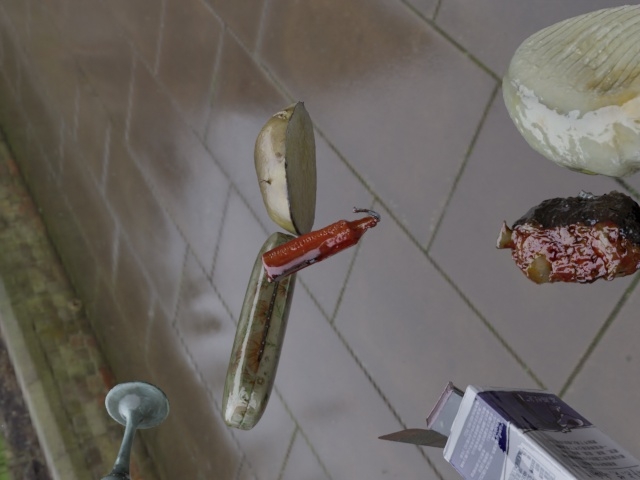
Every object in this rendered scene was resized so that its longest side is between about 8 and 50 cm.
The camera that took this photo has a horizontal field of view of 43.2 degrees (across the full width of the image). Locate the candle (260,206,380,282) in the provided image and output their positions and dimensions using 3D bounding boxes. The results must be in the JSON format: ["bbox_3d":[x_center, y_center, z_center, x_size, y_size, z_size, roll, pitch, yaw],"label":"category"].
[{"bbox_3d":[0.000,0.000,1.009,0.053,0.162,0.048,-126,12,-72],"label":"candle"}]

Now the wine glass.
[{"bbox_3d":[-0.355,0.358,1.117,0.309,0.264,0.096,-90,-21,-57],"label":"wine glass"}]

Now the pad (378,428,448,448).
[{"bbox_3d":[0.326,0.450,2.001,0.250,0.323,0.055,-5,105,42],"label":"pad"}]

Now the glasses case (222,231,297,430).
[{"bbox_3d":[-0.119,0.175,1.643,0.156,0.098,0.425,117,166,-57],"label":"glasses case"}]

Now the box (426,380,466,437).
[{"bbox_3d":[0.228,0.296,1.387,0.085,0.063,0.060,-60,-3,4],"label":"box"}]

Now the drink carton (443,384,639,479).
[{"bbox_3d":[0.258,0.255,0.882,0.222,0.134,0.102,38,113,57],"label":"drink carton"}]

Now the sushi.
[{"bbox_3d":[0.567,-0.004,1.830,0.343,0.182,0.197,-7,101,45],"label":"sushi"}]

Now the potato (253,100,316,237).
[{"bbox_3d":[-0.084,-0.152,1.735,0.239,0.115,0.299,51,-143,-74],"label":"potato"}]

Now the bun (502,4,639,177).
[{"bbox_3d":[0.472,-0.221,1.265,0.365,0.365,0.219,32,149,51],"label":"bun"}]
